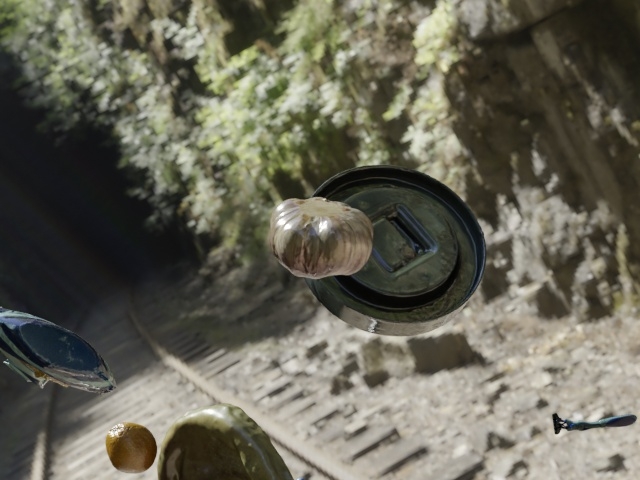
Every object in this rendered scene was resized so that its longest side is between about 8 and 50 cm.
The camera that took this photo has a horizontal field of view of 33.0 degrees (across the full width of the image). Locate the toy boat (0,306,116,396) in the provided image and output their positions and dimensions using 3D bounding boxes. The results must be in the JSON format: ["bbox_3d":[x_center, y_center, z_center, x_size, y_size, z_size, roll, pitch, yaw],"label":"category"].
[{"bbox_3d":[-0.412,0.171,1.586,0.067,0.220,0.291,-63,14,-21],"label":"toy boat"}]

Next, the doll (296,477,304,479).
[{"bbox_3d":[-0.076,0.373,1.370,0.067,0.110,0.206,21,36,23],"label":"doll"}]

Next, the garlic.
[{"bbox_3d":[0.000,0.000,1.504,0.159,0.102,0.147,22,32,40],"label":"garlic"}]

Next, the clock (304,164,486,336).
[{"bbox_3d":[0.117,0.015,1.815,0.319,0.319,0.066,-31,-23,-28],"label":"clock"}]

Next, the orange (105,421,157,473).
[{"bbox_3d":[-0.285,0.311,1.621,0.085,0.085,0.085,-28,6,3],"label":"orange"}]

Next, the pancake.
[{"bbox_3d":[-0.142,0.388,1.619,0.294,0.294,0.049,-24,-9,37],"label":"pancake"}]

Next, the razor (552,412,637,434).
[{"bbox_3d":[0.515,0.343,2.024,0.155,0.044,0.028,-6,15,13],"label":"razor"}]
